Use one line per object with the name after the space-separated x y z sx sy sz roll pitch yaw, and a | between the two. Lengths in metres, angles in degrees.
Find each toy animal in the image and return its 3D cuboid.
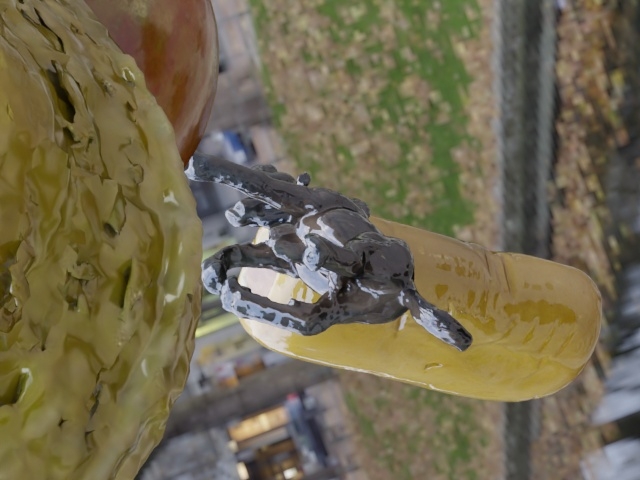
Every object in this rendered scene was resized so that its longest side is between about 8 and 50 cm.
0.000 0.000 0.996 0.233 0.148 0.084 35 122 45 | toy animal

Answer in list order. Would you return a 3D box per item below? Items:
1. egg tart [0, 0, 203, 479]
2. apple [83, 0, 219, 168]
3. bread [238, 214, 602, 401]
-0.172 -0.016 0.429 0.123 0.294 0.294 118 133 -68 | egg tart
-0.144 -0.072 0.660 0.196 0.196 0.196 160 90 -86 | apple
0.081 0.059 1.191 0.142 0.305 0.091 -59 32 30 | bread
